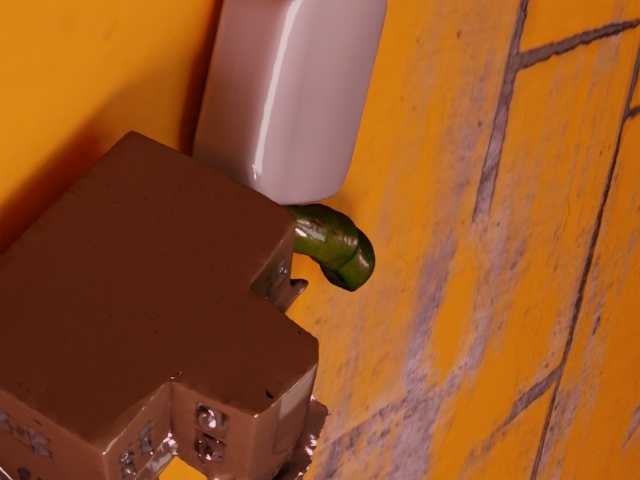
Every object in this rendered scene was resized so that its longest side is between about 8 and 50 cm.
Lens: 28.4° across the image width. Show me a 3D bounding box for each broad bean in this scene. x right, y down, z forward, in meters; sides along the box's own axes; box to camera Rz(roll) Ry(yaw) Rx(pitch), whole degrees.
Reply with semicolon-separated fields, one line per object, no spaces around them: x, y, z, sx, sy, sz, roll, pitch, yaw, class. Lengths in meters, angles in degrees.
0.005;0.002;0.872;0.046;0.061;0.195;-64;151;-3;broad bean

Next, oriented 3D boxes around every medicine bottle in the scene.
-0.012;-0.117;0.753;0.119;0.069;0.183;-11;120;-56;medicine bottle

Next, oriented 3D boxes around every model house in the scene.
-0.087;0.097;0.706;0.181;0.176;0.248;-52;164;-29;model house
